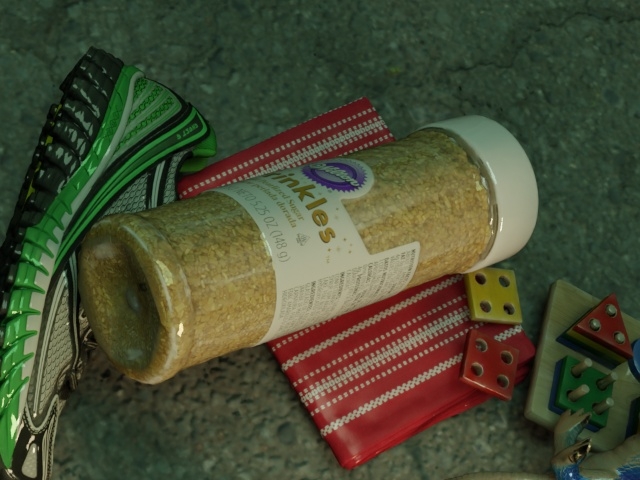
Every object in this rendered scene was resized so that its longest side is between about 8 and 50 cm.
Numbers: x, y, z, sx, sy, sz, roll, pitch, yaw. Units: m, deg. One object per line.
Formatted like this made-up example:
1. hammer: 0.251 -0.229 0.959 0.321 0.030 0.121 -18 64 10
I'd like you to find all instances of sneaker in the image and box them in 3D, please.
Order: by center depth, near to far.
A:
1. sneaker: -0.165 0.026 1.246 0.146 0.134 0.343 23 69 -14

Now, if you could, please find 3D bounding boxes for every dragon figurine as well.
1. dragon figurine: 0.238 0.198 1.280 0.289 0.085 0.144 -20 103 4

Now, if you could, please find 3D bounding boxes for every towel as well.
1. towel: 0.029 0.031 1.362 0.199 0.031 0.275 -26 75 -25

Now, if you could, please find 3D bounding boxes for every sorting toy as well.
1. sorting toy: 0.233 0.103 1.356 0.274 0.046 0.132 28 54 -14

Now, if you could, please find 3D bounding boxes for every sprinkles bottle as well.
1. sprinkles bottle: 0.000 0.000 1.237 0.355 0.121 0.121 -18 72 -37
